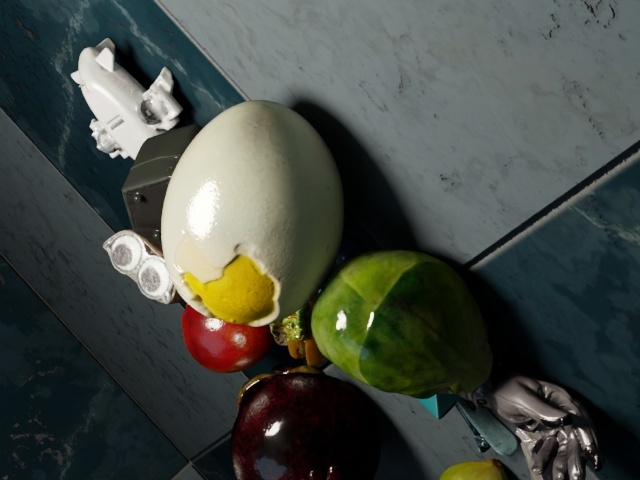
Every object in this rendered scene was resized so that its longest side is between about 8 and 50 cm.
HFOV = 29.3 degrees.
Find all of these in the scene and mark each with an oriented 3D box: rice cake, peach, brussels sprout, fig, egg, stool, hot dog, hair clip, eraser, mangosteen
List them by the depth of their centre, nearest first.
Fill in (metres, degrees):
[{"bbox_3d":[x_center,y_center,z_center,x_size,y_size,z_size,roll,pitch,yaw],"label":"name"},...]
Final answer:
[{"bbox_3d":[0.130,0.128,1.842,0.271,0.219,0.210,32,175,-13],"label":"brussels sprout"},{"bbox_3d":[-0.099,-0.046,1.863,0.283,0.283,0.345,33,125,30],"label":"egg"},{"bbox_3d":[0.377,0.398,2.021,0.055,0.049,0.270,52,168,56],"label":"rice cake"},{"bbox_3d":[0.230,0.247,2.044,0.275,0.048,0.083,55,159,-13],"label":"hair clip"},{"bbox_3d":[-0.221,-0.078,2.108,0.232,0.141,0.232,11,144,8],"label":"stool"},{"bbox_3d":[0.276,0.457,2.183,0.136,0.120,0.153,20,152,-38],"label":"fig"},{"bbox_3d":[-0.040,0.127,2.242,0.135,0.100,0.337,39,155,21],"label":"hot dog"},{"bbox_3d":[-0.254,0.036,2.274,0.171,0.087,0.290,42,-161,17],"label":"eraser"},{"bbox_3d":[-0.038,0.384,2.432,0.347,0.307,0.307,-115,2,-54],"label":"mangosteen"},{"bbox_3d":[-0.177,0.173,2.452,0.197,0.197,0.197,37,154,22],"label":"peach"}]

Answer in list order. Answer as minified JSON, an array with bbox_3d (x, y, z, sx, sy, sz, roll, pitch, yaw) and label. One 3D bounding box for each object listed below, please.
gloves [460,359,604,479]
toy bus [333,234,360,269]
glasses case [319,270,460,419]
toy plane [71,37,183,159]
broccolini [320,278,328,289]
[{"bbox_3d":[0.318,0.258,1.837,0.285,0.119,0.142,45,171,42],"label":"gloves"},{"bbox_3d":[0.000,0.000,2.055,0.153,0.051,0.061,34,140,28],"label":"toy bus"},{"bbox_3d":[0.114,0.158,2.035,0.301,0.070,0.117,41,158,30],"label":"glasses case"},{"bbox_3d":[-0.342,-0.239,2.181,0.252,0.118,0.252,20,133,23],"label":"toy plane"},{"bbox_3d":[-0.003,0.110,2.037,0.271,0.062,0.123,39,147,30],"label":"broccolini"}]
